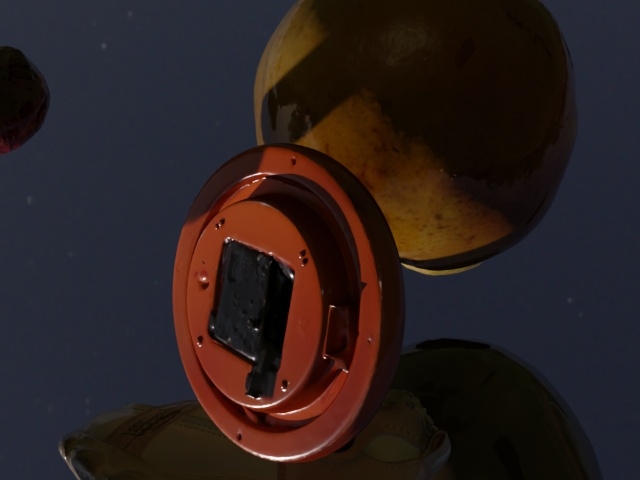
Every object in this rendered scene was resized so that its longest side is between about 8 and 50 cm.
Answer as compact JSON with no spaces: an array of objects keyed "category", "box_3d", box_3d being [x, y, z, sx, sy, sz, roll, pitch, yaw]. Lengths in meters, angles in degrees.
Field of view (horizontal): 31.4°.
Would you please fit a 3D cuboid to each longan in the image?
[{"category":"longan","box_3d":[0.193,0.317,1.488,0.336,0.404,0.404,-28,-137,-4]}]

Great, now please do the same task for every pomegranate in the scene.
[{"category":"pomegranate","box_3d":[0.075,-0.108,0.905,0.264,0.264,0.264,5,-144,-4]}]

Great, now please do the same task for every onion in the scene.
[{"category":"onion","box_3d":[-0.288,-0.118,0.996,0.107,0.097,0.107,-11,-134,11]}]

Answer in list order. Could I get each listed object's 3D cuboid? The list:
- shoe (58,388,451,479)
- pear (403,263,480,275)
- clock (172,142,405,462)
[{"category":"shoe","box_3d":[-0.054,0.205,0.992,0.351,0.172,0.198,15,-129,32]},{"category":"pear","box_3d":[0.213,-0.075,1.881,0.271,0.271,0.271,5,-144,-4]},{"category":"clock","box_3d":[-0.029,0.040,0.731,0.051,0.205,0.205,0,-149,-44]}]
